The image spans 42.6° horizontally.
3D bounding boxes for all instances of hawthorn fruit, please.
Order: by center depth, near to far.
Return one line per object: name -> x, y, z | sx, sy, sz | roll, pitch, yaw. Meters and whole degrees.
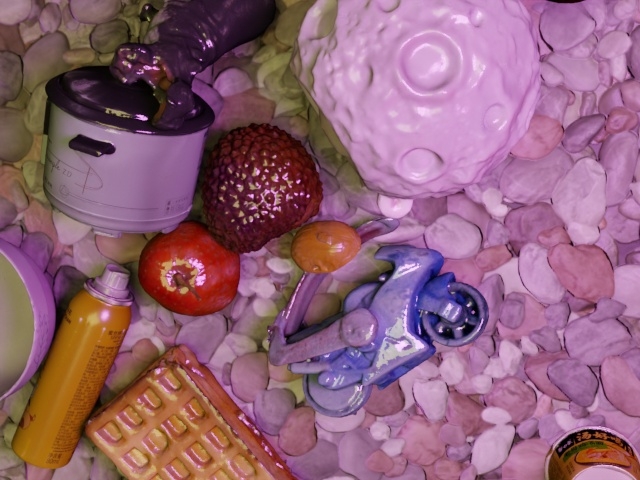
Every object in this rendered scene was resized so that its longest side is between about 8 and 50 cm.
hawthorn fruit -> -0.208, 0.049, 1.251 | 0.163, 0.203, 0.162 | 0, 94, 7

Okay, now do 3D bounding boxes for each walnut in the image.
walnut -> 0.000, 0.000, 1.240 | 0.121, 0.091, 0.052 | -5, 139, 30

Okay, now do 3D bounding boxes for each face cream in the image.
face cream -> -0.396, 0.200, 1.347 | 0.105, 0.105, 0.348 | 27, 100, 4

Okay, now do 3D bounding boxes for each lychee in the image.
lychee -> -0.095, -0.085, 1.232 | 0.188, 0.188, 0.188 | 1, 97, 8

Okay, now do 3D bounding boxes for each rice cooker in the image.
rice cooker -> -0.287, -0.147, 1.210 | 0.241, 0.280, 0.227 | 19, 115, 8

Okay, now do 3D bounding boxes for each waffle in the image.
waffle -> -0.207, 0.354, 1.347 | 0.224, 0.098, 0.327 | -40, 92, 12

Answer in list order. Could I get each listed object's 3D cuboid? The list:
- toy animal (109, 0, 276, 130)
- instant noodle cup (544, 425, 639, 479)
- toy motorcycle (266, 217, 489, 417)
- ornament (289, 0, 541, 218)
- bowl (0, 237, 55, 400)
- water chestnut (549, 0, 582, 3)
toy animal -> -0.191, -0.293, 1.166 | 0.168, 0.343, 0.106 | 30, 141, -1
instant noodle cup -> 0.423, 0.370, 1.243 | 0.151, 0.122, 0.151 | 1, 95, 9
toy motorcycle -> 0.068, 0.106, 1.229 | 0.319, 0.182, 0.241 | -34, 91, 12
ornament -> 0.136, -0.225, 1.106 | 0.337, 0.337, 0.337 | 1, 97, 8
bowl -> -0.551, 0.119, 1.332 | 0.287, 0.144, 0.287 | 1, 94, 13
water chestnut -> 0.329, -0.436, 1.108 | 0.224, 0.238, 0.223 | -19, 60, 38
